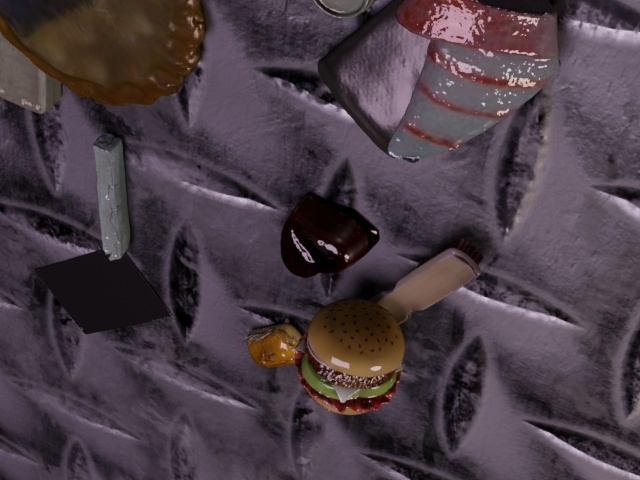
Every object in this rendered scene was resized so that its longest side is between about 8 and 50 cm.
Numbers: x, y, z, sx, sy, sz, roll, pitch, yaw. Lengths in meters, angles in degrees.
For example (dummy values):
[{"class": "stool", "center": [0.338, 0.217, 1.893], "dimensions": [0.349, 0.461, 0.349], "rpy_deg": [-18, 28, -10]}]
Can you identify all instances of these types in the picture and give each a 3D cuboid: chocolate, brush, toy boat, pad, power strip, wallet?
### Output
[{"class": "chocolate", "center": [0.000, 0.000, 1.916], "dimensions": [0.149, 0.080, 0.125], "rpy_deg": [-6, 125, 38]}, {"class": "brush", "center": [0.137, 0.073, 1.926], "dimensions": [0.060, 0.050, 0.321], "rpy_deg": [39, 146, -9]}, {"class": "toy boat", "center": [0.168, -0.191, 1.581], "dimensions": [0.206, 0.096, 0.282], "rpy_deg": [17, 130, -5]}, {"class": "pad", "center": [-0.387, 0.091, 2.303], "dimensions": [0.243, 0.004, 0.163], "rpy_deg": [-14, 120, 40]}, {"class": "power strip", "center": [-0.433, -0.318, 1.919], "dimensions": [0.093, 0.053, 0.288], "rpy_deg": [25, 137, 12]}, {"class": "wallet", "center": [0.125, -0.225, 1.656], "dimensions": [0.245, 0.052, 0.168], "rpy_deg": [-33, 101, 39]}]

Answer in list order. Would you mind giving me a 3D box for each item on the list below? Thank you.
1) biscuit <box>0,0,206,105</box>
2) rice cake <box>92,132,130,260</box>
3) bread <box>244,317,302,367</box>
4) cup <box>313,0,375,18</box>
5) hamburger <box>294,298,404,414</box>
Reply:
[{"class": "biscuit", "center": [-0.304, -0.324, 1.783], "dimensions": [0.329, 0.078, 0.335], "rpy_deg": [33, 132, -20]}, {"class": "rice cake", "center": [-0.334, -0.068, 2.091], "dimensions": [0.042, 0.045, 0.245], "rpy_deg": [17, 135, 15]}, {"class": "bread", "center": [-0.073, 0.176, 2.145], "dimensions": [0.106, 0.053, 0.072], "rpy_deg": [-14, 116, 46]}, {"class": "cup", "center": [0.043, -0.328, 1.541], "dimensions": [0.120, 0.141, 0.120], "rpy_deg": [17, 133, 19]}, {"class": "hamburger", "center": [0.047, 0.161, 1.935], "dimensions": [0.175, 0.175, 0.137], "rpy_deg": [25, 135, 10]}]
